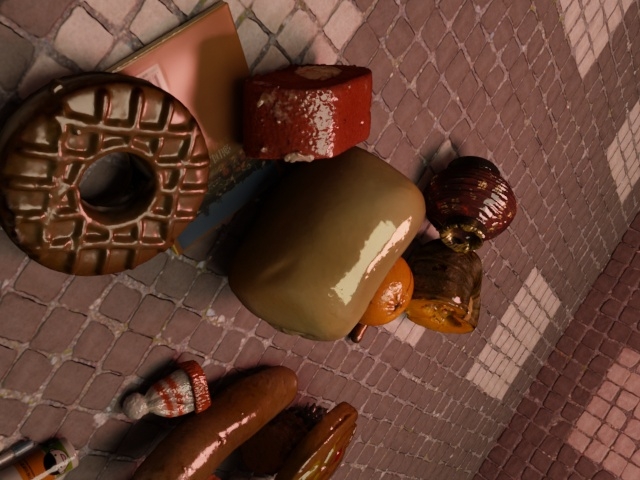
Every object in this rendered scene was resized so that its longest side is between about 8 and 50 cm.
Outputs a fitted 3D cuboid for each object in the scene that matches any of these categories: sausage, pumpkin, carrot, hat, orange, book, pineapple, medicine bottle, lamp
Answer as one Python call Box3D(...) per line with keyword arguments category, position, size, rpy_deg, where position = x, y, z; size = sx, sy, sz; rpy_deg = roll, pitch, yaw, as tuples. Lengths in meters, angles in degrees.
Box3D(category="sausage", position=(-0.204, 0.392, 1.457), size=(0.501, 0.123, 0.136), rpy_deg=(-34, 109, -50))
Box3D(category="pumpkin", position=(0.316, 0.112, 1.878), size=(0.325, 0.242, 0.232), rpy_deg=(59, 37, -62))
Box3D(category="carrot", position=(0.111, 0.231, 1.839), size=(0.093, 0.032, 0.032), rpy_deg=(-56, 144, -12))
Box3D(category="hat", position=(-0.305, 0.308, 1.359), size=(0.162, 0.093, 0.112), rpy_deg=(-22, 116, -32))
Box3D(category="orange", position=(0.142, 0.118, 1.688), size=(0.193, 0.161, 0.193), rpy_deg=(-35, 140, -35))
Box3D(category="book", position=(-0.207, -0.179, 1.182), size=(0.262, 0.028, 0.374), rpy_deg=(-41, 139, -24))
Box3D(category="pineapple", position=(-0.073, 0.467, 1.711), size=(0.279, 0.158, 0.157), rpy_deg=(-13, 124, -57))
Box3D(category="medicine bottle", position=(-0.535, 0.406, 1.188), size=(0.221, 0.061, 0.092), rpy_deg=(-26, 108, -37))
Box3D(category="lamp", position=(0.377, -0.089, 1.762), size=(0.247, 0.247, 0.247), rpy_deg=(-29, 134, -35))

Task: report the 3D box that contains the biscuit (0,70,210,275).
Box3D(category="biscuit", position=(-0.318, -0.091, 1.027), size=(0.332, 0.103, 0.332), rpy_deg=(-25, 134, -29))

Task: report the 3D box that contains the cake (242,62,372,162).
Box3D(category="cake", position=(-0.012, -0.227, 1.221), size=(0.283, 0.177, 0.151), rpy_deg=(-28, 129, -51))

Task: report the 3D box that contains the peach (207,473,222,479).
Box3D(category="peach", position=(-0.289, 0.623, 1.431), size=(0.292, 0.292, 0.247), rpy_deg=(-60, 161, 1))

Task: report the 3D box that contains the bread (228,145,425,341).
Box3D(category="bread", position=(0.000, 0.000, 1.329), size=(0.253, 0.348, 0.376), rpy_deg=(35, 89, -23))

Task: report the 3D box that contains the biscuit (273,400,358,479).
Box3D(category="biscuit", position=(-0.012, 0.552, 1.658), size=(0.350, 0.070, 0.394), rpy_deg=(-34, 151, -43))
